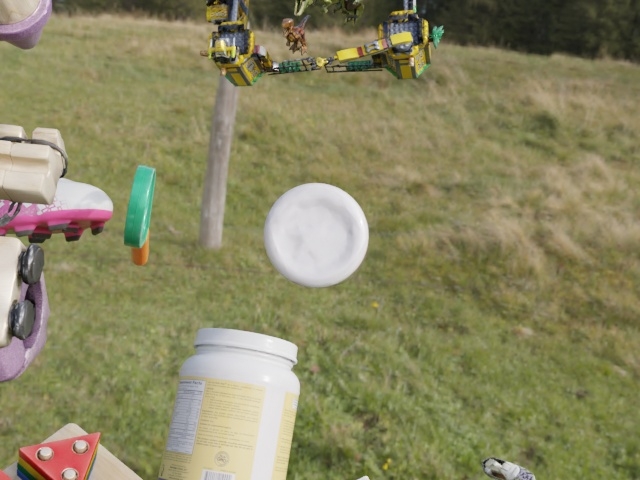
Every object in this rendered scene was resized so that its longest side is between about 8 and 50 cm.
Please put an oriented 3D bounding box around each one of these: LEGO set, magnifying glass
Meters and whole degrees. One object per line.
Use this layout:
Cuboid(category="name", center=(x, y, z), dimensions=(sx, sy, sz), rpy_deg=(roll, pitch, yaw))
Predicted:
Cuboid(category="LEGO set", center=(-0.012, -0.323, 0.910), dimensions=(0.331, 0.255, 0.192), rpy_deg=(7, -12, 14))
Cuboid(category="magnifying glass", center=(-0.216, -0.017, 0.912), dimensions=(0.026, 0.092, 0.231), rpy_deg=(11, -21, -11))

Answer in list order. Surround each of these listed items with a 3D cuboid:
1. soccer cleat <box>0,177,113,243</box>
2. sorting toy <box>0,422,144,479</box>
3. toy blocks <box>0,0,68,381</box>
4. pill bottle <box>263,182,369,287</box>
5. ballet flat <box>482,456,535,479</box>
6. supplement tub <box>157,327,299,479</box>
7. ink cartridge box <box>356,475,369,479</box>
Cuboid(category="soccer cleat", center=(-0.401, -0.065, 0.957), dimensions=(0.331, 0.143, 0.116), rpy_deg=(-5, -5, 30))
Cuboid(category="sorting toy", center=(-0.330, 0.368, 0.989), dimensions=(0.257, 0.089, 0.255), rpy_deg=(32, 37, 17))
Cuboid(category="toy blocks", center=(-0.309, -0.040, 0.536), dimensions=(0.309, 0.288, 0.260), rpy_deg=(4, -21, -4))
Cuboid(category="pill bottle", center=(0.000, 0.000, 1.261), dimensions=(0.162, 0.162, 0.278), rpy_deg=(9, -4, 4))
Cuboid(category="ballet flat", center=(0.307, 0.384, 1.262), dimensions=(0.041, 0.041, 0.114), rpy_deg=(-1, -4, -25))
Cuboid(category="supplement tub", center=(-0.169, 0.353, 1.458), dimensions=(0.241, 0.331, 0.241), rpy_deg=(8, -17, 3))
Cuboid(category="ink cartridge box", center=(0.061, 0.470, 1.247), dimensions=(0.104, 0.180, 0.060), rpy_deg=(-25, 46, -4))
